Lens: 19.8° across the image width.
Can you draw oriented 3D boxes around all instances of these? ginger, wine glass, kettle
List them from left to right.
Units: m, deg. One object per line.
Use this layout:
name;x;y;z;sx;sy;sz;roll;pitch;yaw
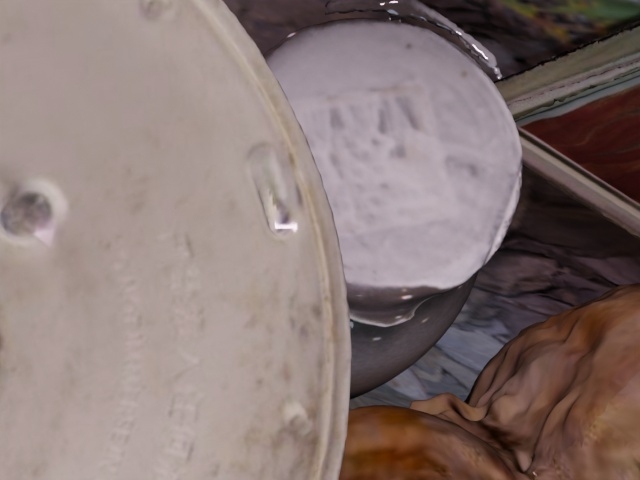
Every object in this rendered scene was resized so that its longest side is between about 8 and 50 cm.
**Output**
kettle;-0.239;0.028;0.533;0.361;0.250;0.377;7;174;-31
wine glass;0.000;0.000;0.655;0.111;0.111;0.204;22;160;-5
ginger;0.048;0.114;0.677;0.304;0.155;0.244;-14;178;-20

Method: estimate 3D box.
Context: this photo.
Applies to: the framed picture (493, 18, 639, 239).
framed picture;0.203;-0.001;0.611;0.273;0.016;0.216;29;156;-23
